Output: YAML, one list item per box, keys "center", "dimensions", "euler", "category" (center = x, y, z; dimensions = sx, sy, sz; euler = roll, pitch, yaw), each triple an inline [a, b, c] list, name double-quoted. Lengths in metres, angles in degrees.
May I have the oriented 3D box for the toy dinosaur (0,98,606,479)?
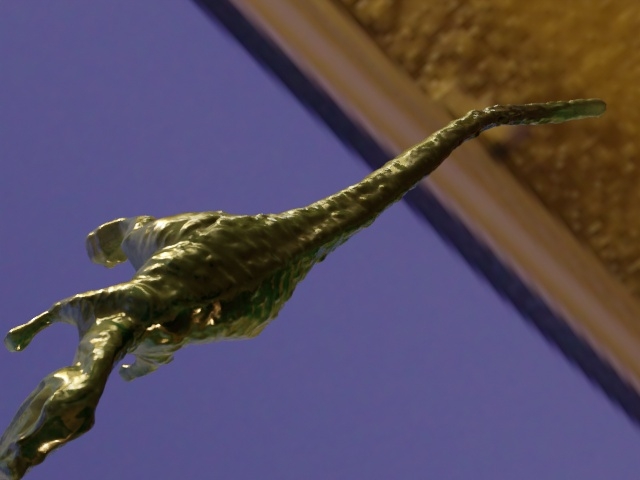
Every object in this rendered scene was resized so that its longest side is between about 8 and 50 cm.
- center: [-0.031, -0.005, 0.923]
  dimensions: [0.383, 0.129, 0.076]
  euler: [-39, -60, -34]
  category: "toy dinosaur"
